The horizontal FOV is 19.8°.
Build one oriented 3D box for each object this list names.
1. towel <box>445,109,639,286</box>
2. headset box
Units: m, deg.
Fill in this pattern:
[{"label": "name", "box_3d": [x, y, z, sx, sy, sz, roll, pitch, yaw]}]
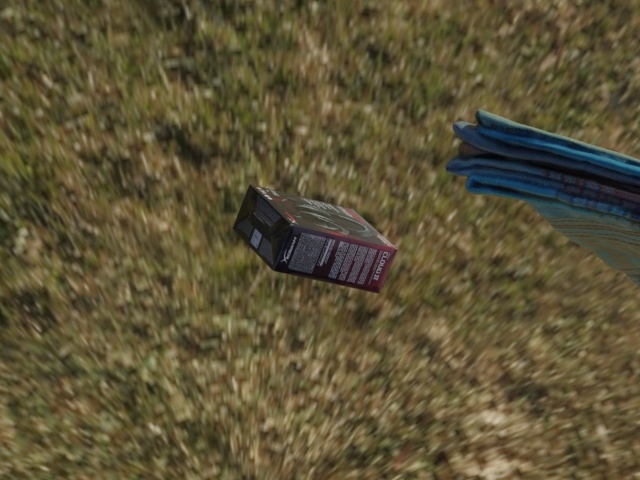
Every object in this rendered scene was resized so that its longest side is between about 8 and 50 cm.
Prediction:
[{"label": "towel", "box_3d": [0.245, 0.025, 0.958, 0.271, 0.370, 0.040, 20, 88, 26]}, {"label": "headset box", "box_3d": [0.000, 0.000, 1.071, 0.083, 0.062, 0.032, 12, 108, -30]}]
